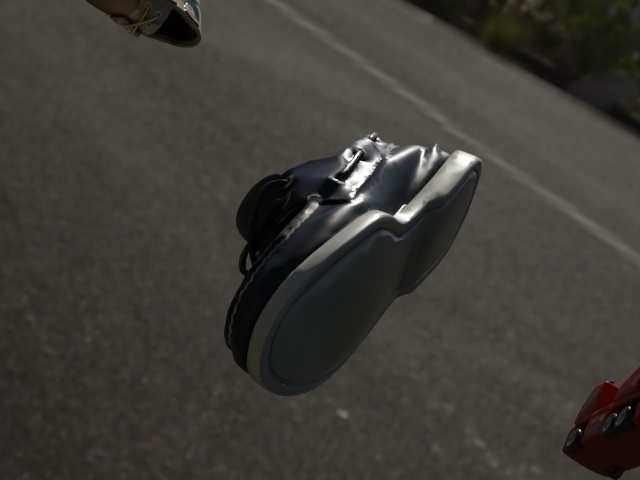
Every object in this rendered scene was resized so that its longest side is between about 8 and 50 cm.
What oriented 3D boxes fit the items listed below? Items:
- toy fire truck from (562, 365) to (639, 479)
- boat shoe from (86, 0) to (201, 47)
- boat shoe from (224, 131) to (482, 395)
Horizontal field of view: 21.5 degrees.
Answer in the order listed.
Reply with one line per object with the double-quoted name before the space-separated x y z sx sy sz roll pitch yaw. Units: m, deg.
"toy fire truck" 0.250 0.093 1.214 0.047 0.135 0.192 31 -22 -5
"boat shoe" -0.134 -0.180 1.296 0.135 0.050 0.045 8 59 -55
"boat shoe" 0.001 -0.004 1.137 0.113 0.127 0.340 26 32 16
